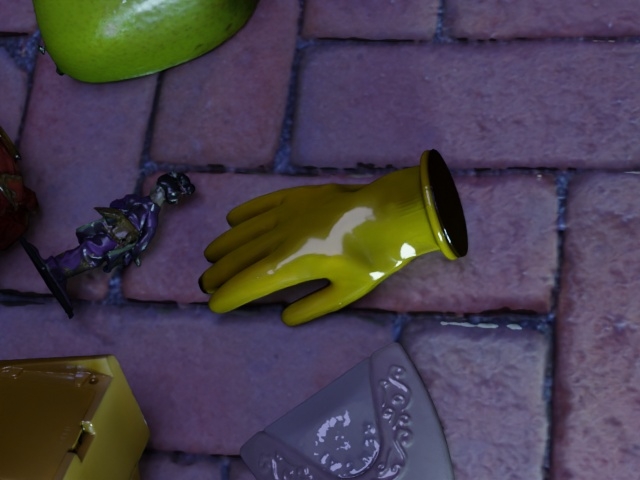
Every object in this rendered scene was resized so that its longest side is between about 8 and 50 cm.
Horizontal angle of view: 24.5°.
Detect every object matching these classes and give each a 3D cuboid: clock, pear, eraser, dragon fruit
[{"bbox_3d":[-0.357,0.236,1.498,0.317,0.200,0.244,4,37,16],"label":"clock"},{"bbox_3d":[-0.186,-0.343,1.706,0.282,0.176,0.286,-1,71,11],"label":"pear"},{"bbox_3d":[0.057,0.245,1.482,0.204,0.059,0.243,-35,62,-1],"label":"eraser"},{"bbox_3d":[-0.404,-0.048,1.678,0.218,0.148,0.223,4,79,48],"label":"dragon fruit"}]

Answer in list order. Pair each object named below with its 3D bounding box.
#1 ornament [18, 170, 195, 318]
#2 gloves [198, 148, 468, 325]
[{"bbox_3d":[-0.233,-0.013,1.652,0.203,0.088,0.081,-39,41,-16],"label":"ornament"},{"bbox_3d":[0.000,-0.001,1.583,0.294,0.116,0.133,-16,39,17],"label":"gloves"}]
